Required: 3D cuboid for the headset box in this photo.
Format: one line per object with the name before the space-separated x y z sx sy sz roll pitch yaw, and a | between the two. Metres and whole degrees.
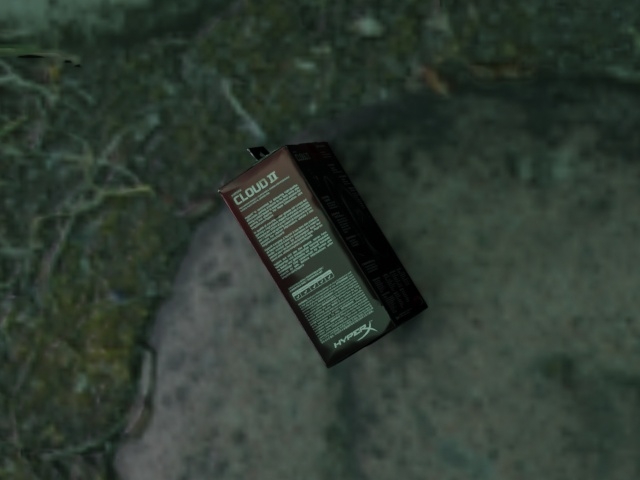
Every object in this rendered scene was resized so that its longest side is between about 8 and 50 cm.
headset box | 0.000 0.000 0.687 0.032 0.062 0.083 -34 87 14
